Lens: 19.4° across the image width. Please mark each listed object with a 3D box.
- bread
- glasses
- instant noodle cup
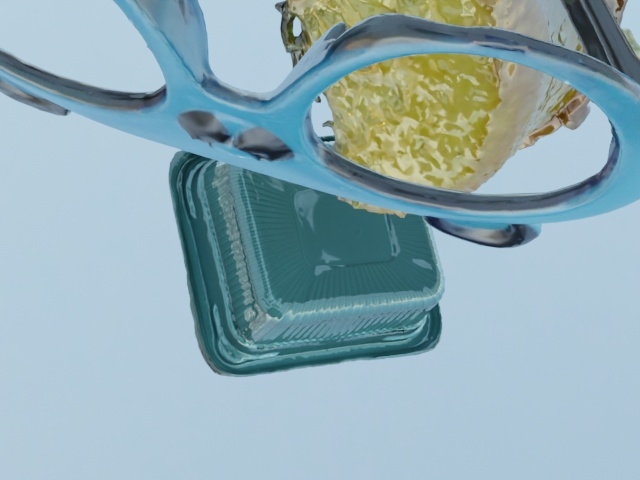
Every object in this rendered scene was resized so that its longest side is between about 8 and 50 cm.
[{"bbox_3d":[0.073,-0.141,0.970,0.147,0.261,0.160,6,-148,34],"label":"bread"},{"bbox_3d":[-0.004,-0.113,0.523,0.239,0.102,0.207,14,-84,7],"label":"glasses"},{"bbox_3d":[0.000,0.000,1.202,0.179,0.070,0.157,-6,-105,-27],"label":"instant noodle cup"}]
